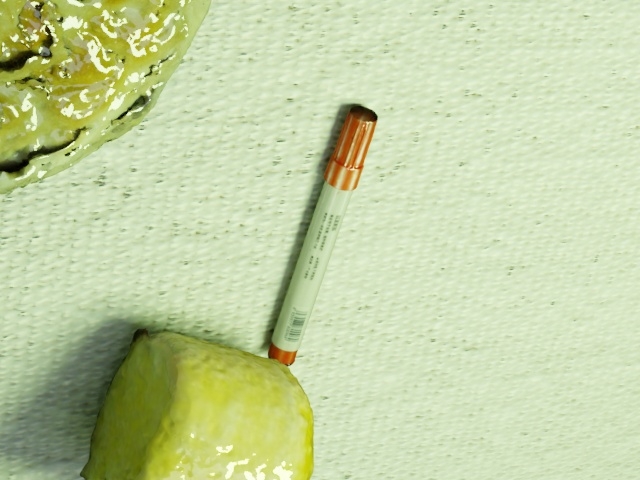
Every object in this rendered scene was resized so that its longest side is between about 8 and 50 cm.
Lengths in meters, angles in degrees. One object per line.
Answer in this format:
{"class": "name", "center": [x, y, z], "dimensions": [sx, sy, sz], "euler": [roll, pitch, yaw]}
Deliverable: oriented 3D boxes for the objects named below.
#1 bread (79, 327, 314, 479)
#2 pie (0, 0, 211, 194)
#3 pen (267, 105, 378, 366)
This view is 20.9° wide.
{"class": "bread", "center": [-0.094, 0.172, 1.393], "dimensions": [0.170, 0.197, 0.197], "euler": [23, 111, -23]}
{"class": "pie", "center": [-0.223, -0.172, 1.139], "dimensions": [0.339, 0.077, 0.339], "euler": [-13, 127, -18]}
{"class": "pen", "center": [0.000, 0.000, 1.406], "dimensions": [0.028, 0.028, 0.239], "euler": [3, 121, -28]}
